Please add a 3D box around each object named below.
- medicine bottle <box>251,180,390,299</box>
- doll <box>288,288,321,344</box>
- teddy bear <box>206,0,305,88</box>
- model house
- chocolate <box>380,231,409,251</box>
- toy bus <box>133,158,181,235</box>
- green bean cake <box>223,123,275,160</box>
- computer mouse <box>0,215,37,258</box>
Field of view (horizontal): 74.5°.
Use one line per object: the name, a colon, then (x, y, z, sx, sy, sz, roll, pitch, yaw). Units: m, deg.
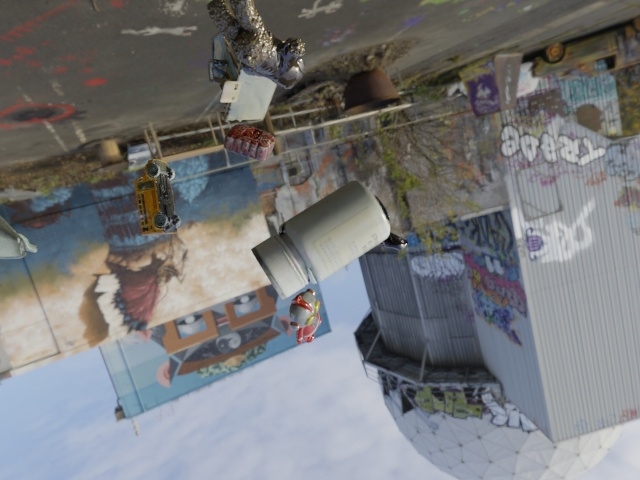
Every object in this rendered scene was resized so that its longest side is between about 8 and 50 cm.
medicine bottle: (0.000, 0.000, 0.848, 0.258, 0.143, 0.143, -32, -167, -9)
doll: (-0.041, 0.209, 1.181, 0.076, 0.245, 0.142, 18, -118, 16)
teddy bear: (-0.086, -0.273, 0.602, 0.119, 0.078, 0.160, -2, 154, 41)
model house: (-0.224, -0.489, 1.174, 0.178, 0.207, 0.271, -11, 160, -26)
chocolate: (0.187, -0.023, 1.227, 0.072, 0.070, 0.147, -26, -142, -20)
toy bus: (-0.362, -0.093, 0.926, 0.074, 0.162, 0.069, -8, 179, 10)
green bean cake: (-0.208, -0.295, 1.250, 0.135, 0.056, 0.135, 17, -152, -4)
computer mouse: (-0.528, -0.029, 0.603, 0.090, 0.167, 0.379, -45, 169, -17)
